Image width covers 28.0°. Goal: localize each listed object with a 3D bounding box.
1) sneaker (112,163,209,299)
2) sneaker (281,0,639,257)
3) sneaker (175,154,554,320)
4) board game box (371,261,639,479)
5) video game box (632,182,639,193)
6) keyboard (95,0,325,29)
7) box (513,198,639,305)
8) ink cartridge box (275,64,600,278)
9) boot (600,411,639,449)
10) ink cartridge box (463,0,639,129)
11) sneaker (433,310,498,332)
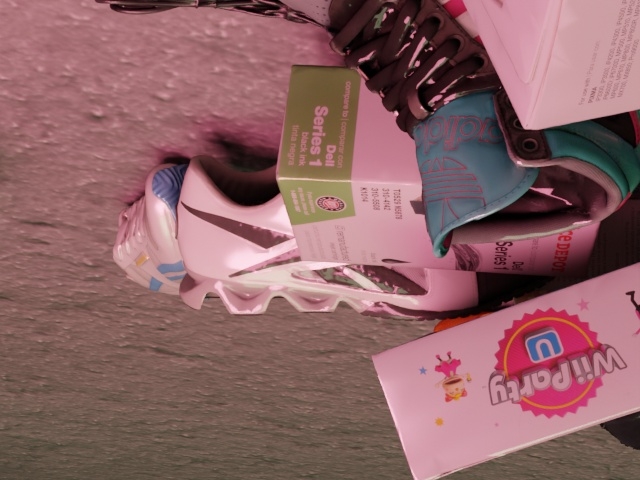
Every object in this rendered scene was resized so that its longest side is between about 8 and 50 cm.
[{"bbox_3d":[-0.150,-0.003,1.208,0.092,0.087,0.228,7,156,2],"label":"sneaker"},{"bbox_3d":[0.067,-0.085,0.738,0.296,0.178,0.124,19,150,-13],"label":"sneaker"},{"bbox_3d":[0.042,-0.020,1.058,0.331,0.122,0.146,-2,117,1],"label":"sneaker"},{"bbox_3d":[0.181,0.085,0.962,0.224,0.097,0.303,-20,175,11],"label":"board game box"},{"bbox_3d":[0.180,-0.088,0.969,0.205,0.048,0.187,20,157,-32],"label":"video game box"},{"bbox_3d":[-0.047,-0.186,0.803,0.317,0.033,0.201,6,158,0],"label":"keyboard"},{"bbox_3d":[0.265,0.028,1.177,0.170,0.091,0.130,0,158,13],"label":"box"},{"bbox_3d":[0.091,-0.046,0.911,0.219,0.092,0.160,4,159,8],"label":"ink cartridge box"},{"bbox_3d":[0.412,0.193,1.543,0.246,0.094,0.207,16,153,-39],"label":"boot"},{"bbox_3d":[0.163,-0.151,0.609,0.176,0.128,0.127,-13,145,-10],"label":"ink cartridge box"},{"bbox_3d":[0.212,0.092,1.414,0.175,0.064,0.067,-3,137,6],"label":"sneaker"}]
